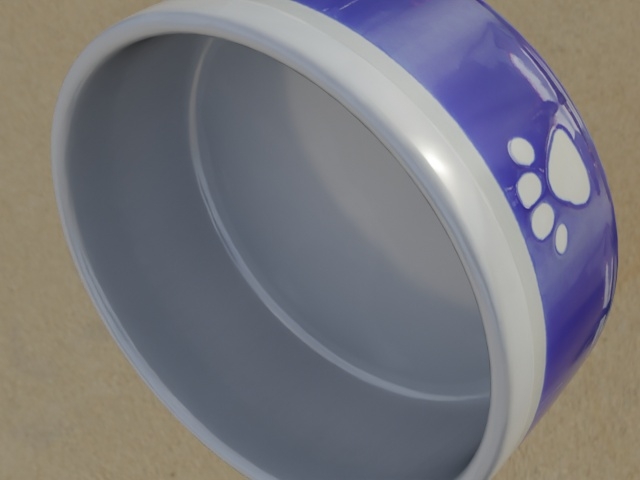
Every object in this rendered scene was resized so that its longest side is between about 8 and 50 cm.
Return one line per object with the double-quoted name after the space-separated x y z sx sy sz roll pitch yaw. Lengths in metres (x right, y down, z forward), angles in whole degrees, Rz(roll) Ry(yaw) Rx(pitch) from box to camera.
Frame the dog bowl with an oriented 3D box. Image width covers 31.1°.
0.000 0.000 0.548 0.265 0.265 0.104 30 46 25 "dog bowl"
